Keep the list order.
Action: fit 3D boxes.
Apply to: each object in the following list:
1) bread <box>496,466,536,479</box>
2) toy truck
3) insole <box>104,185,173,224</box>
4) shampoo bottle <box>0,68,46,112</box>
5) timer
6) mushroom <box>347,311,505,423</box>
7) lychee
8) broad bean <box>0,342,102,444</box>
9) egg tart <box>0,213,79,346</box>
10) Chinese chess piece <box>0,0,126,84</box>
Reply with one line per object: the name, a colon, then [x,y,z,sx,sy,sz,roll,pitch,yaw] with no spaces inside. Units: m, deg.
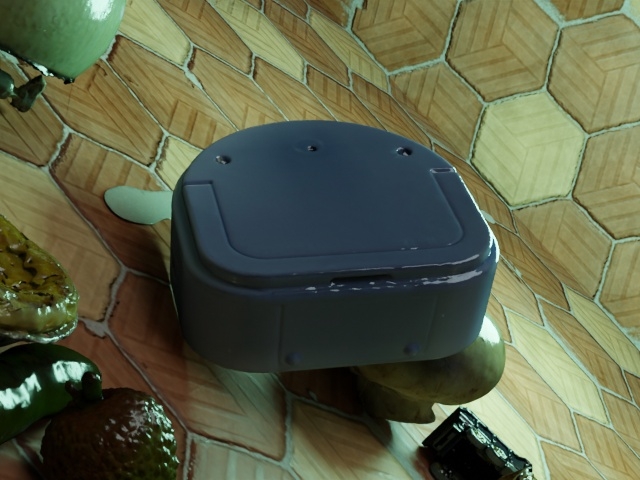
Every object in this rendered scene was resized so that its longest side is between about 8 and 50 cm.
bread: [0.175,0.337,1.428,0.104,0.199,0.199,51,19,5]
toy truck: [0.226,0.310,1.765,0.192,0.083,0.092,43,14,-1]
insole: [-0.217,-0.046,1.712,0.065,0.004,0.197,49,19,14]
shampoo bottle: [-0.418,-0.212,1.555,0.208,0.063,0.057,30,35,-37]
timer: [0.000,0.000,1.620,0.395,0.173,0.395,3,36,-2]
mushroom: [0.122,0.144,1.742,0.255,0.255,0.184,11,81,-59]
lychee: [-0.180,0.178,1.150,0.114,0.114,0.146,-71,139,-69]
broad bean: [-0.269,0.132,1.145,0.077,0.061,0.339,59,21,6]
egg tart: [-0.321,0.030,1.160,0.234,0.094,0.234,31,9,-5]
Chinese chess piece: [-0.397,-0.319,1.559,0.349,0.146,0.349,30,3,-2]
